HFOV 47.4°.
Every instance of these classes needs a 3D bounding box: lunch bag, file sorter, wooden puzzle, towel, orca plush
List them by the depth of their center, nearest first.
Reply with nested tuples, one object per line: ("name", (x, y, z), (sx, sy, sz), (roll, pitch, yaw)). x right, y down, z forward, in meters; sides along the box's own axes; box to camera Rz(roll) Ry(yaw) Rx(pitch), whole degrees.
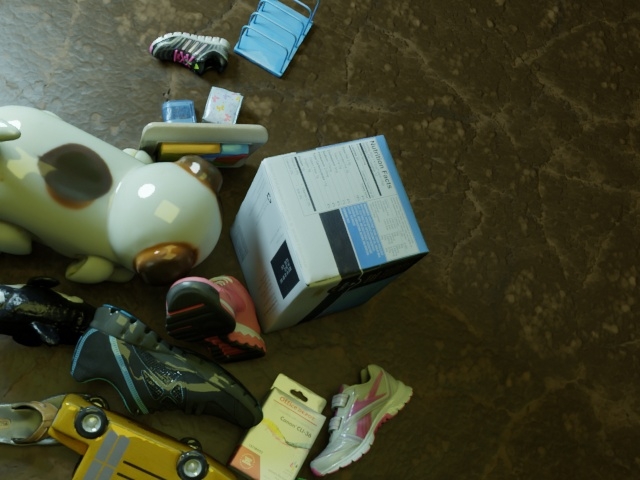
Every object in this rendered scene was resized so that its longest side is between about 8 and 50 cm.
("orca plush", (-0.449, 0.162, 1.238), (0.287, 0.151, 0.102), (34, 20, -31))
("wooden puzzle", (-0.227, -0.168, 1.370), (0.220, 0.238, 0.044), (-1, 83, -16))
("towel", (-0.284, -0.229, 1.488), (0.067, 0.029, 0.120), (-6, 74, -17))
("lunch bag", (-0.202, -0.272, 1.514), (0.071, 0.053, 0.083), (15, 78, -9))
("file sorter", (-0.090, -0.469, 1.586), (0.118, 0.104, 0.170), (29, 66, -5))

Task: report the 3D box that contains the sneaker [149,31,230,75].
("sneaker", (-0.269, -0.386, 1.527), (0.170, 0.063, 0.075), (-2, 66, -22))

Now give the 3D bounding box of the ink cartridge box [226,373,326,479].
("ink cartridge box", (-0.071, 0.348, 1.329), (0.115, 0.067, 0.198), (31, 66, -3))

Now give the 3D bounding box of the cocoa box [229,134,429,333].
("cocoa box", (0.000, 0.000, 1.317), (0.227, 0.347, 0.232), (-15, 76, -21))

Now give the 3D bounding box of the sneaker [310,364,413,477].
("sneaker", (0.057, 0.331, 1.362), (0.111, 0.103, 0.252), (45, 58, 4))

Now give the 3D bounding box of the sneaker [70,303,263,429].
("sneaker", (-0.259, 0.246, 1.250), (0.340, 0.125, 0.140), (32, 80, -9))

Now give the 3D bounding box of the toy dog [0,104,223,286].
("toy dog", (-0.362, -0.078, 1.228), (0.407, 0.395, 0.285), (18, 58, 0))

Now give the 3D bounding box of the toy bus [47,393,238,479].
("toy bus", (-0.292, 0.373, 1.207), (0.332, 0.108, 0.130), (28, 82, -13))

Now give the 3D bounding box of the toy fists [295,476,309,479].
("toy fists", (0.058, 0.522, 1.287), (0.279, 0.096, 0.142), (20, 71, -15))

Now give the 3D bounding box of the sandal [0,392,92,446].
("sandal", (-0.487, 0.300, 1.229), (0.219, 0.060, 0.090), (3, 71, -16))

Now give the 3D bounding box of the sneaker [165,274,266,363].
("sneaker", (-0.188, 0.113, 1.273), (0.115, 0.314, 0.136), (-13, 62, 8))
